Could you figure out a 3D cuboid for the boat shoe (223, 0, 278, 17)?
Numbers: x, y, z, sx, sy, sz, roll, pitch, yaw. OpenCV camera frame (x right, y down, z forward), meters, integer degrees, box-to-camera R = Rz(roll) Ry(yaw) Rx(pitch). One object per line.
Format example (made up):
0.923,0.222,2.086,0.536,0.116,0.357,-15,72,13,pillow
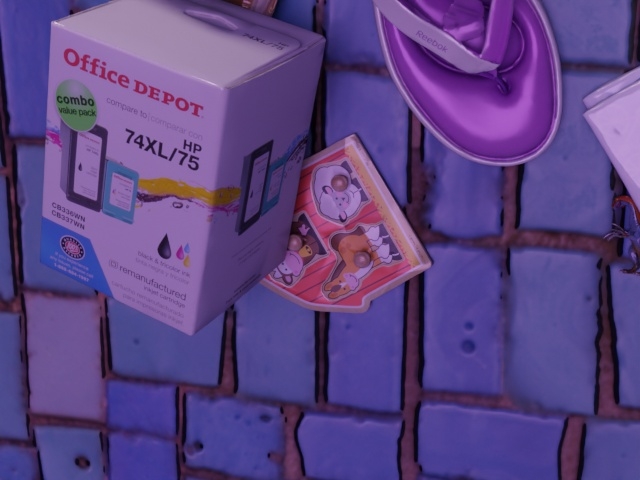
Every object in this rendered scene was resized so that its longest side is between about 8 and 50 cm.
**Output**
-0.068,-0.272,1.106,0.063,0.059,0.170,39,118,20,boat shoe

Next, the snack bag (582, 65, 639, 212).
0.478,-0.080,1.003,0.342,0.037,0.323,-29,92,21,snack bag

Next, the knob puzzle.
0.000,0.000,1.172,0.213,0.030,0.213,4,106,15,knob puzzle

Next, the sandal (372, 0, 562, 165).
0.117,-0.258,1.014,0.169,0.102,0.416,-19,103,14,sandal

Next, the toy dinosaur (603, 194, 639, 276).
0.327,-0.005,1.081,0.090,0.047,0.082,2,97,-18,toy dinosaur

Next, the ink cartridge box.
-0.142,-0.091,1.060,0.198,0.197,0.270,23,122,19,ink cartridge box
